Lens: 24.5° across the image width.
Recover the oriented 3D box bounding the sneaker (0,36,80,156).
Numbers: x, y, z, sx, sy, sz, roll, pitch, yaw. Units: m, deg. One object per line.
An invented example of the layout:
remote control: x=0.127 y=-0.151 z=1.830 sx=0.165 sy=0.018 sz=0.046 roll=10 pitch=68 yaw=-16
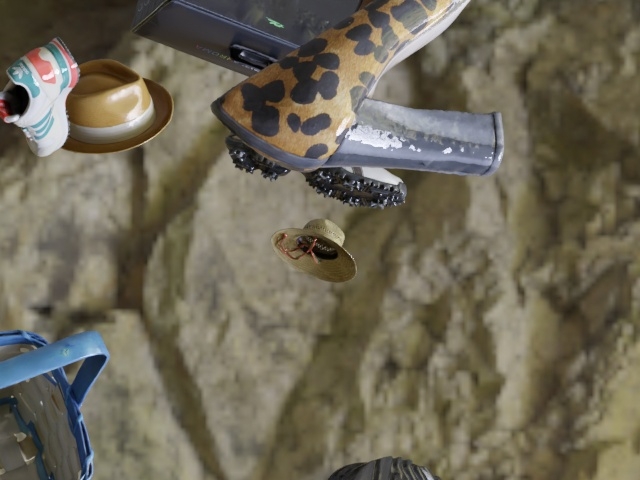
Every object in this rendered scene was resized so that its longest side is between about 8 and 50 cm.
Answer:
sneaker: x=-0.284 y=-0.130 z=1.424 sx=0.075 sy=0.057 sz=0.161 roll=-27 pitch=162 yaw=-30

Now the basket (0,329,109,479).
basket: x=-0.344 y=0.187 z=1.401 sx=0.255 sy=0.201 sz=0.289 roll=-16 pitch=163 yaw=-28

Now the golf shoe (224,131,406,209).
golf shoe: x=0.004 y=-0.098 z=1.537 sx=0.198 sy=0.093 sz=0.077 roll=20 pitch=160 yaw=6

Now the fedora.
fedora: x=-0.308 y=-0.202 z=2.094 sx=0.194 sy=0.079 sz=0.194 roll=-2 pitch=-135 yaw=2

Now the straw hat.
straw hat: x=0.000 y=0.000 z=2.280 sx=0.145 sy=0.061 sz=0.144 roll=19 pitch=149 yaw=12

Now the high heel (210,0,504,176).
high heel: x=0.010 y=-0.161 z=0.931 sx=0.186 sy=0.261 sz=0.093 roll=4 pitch=152 yaw=-25

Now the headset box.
headset box: x=-0.052 y=-0.312 z=1.616 sx=0.246 sy=0.283 sz=0.131 roll=19 pitch=163 yaw=-23

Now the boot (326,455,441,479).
boot: x=-0.004 y=0.278 z=1.048 sx=0.260 sy=0.131 sz=0.348 roll=-19 pitch=147 yaw=18
